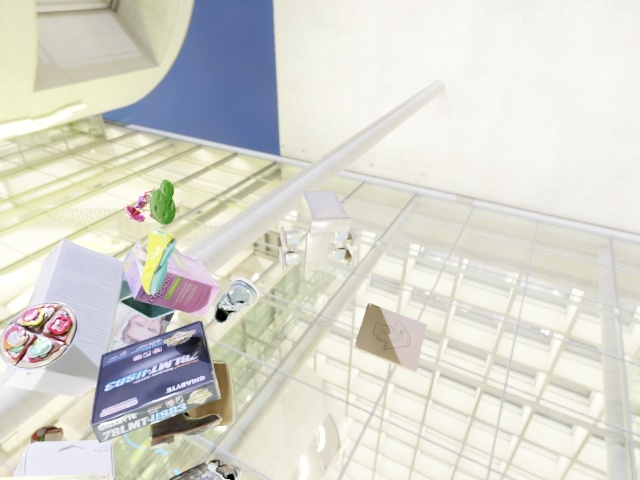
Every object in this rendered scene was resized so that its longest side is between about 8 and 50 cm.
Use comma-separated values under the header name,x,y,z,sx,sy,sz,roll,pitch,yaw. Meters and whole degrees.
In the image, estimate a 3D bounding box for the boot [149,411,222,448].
name,x,y,z,sx,sy,sz,roll,pitch,yaw
boot,-0.411,0.533,1.247,0.082,0.219,0.106,81,-11,-60

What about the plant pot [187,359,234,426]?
name,x,y,z,sx,sy,sz,roll,pitch,yaw
plant pot,-0.492,0.672,1.862,0.237,0.237,0.254,-3,-104,34

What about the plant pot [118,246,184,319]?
name,x,y,z,sx,sy,sz,roll,pitch,yaw
plant pot,-0.656,0.137,1.690,0.248,0.247,0.252,68,0,-60

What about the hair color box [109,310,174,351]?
name,x,y,z,sx,sy,sz,roll,pitch,yaw
hair color box,-0.754,0.352,1.833,0.174,0.347,0.105,26,-52,-14

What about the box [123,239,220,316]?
name,x,y,z,sx,sy,sz,roll,pitch,yaw
box,-0.491,0.125,1.371,0.213,0.243,0.117,36,-81,50

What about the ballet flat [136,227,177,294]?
name,x,y,z,sx,sy,sz,roll,pitch,yaw
ballet flat,-0.431,0.050,1.073,0.077,0.077,0.231,32,-50,-5

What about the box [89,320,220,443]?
name,x,y,z,sx,sy,sz,roll,pitch,yaw
box,-0.440,0.361,1.122,0.293,0.296,0.073,-137,-147,-62

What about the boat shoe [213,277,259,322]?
name,x,y,z,sx,sy,sz,roll,pitch,yaw
boat shoe,-0.327,0.238,1.578,0.116,0.099,0.319,39,-38,-8

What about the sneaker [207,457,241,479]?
name,x,y,z,sx,sy,sz,roll,pitch,yaw
sneaker,-0.298,0.705,1.276,0.109,0.044,0.040,15,-82,5

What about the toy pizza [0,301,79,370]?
name,x,y,z,sx,sy,sz,roll,pitch,yaw
toy pizza,-0.773,0.254,1.141,0.201,0.201,0.032,28,-33,15

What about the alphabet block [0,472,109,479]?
name,x,y,z,sx,sy,sz,roll,pitch,yaw
alphabet block,-0.477,0.511,0.695,0.197,0.193,0.192,11,-22,-23

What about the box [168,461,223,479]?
name,x,y,z,sx,sy,sz,roll,pitch,yaw
box,-0.436,0.911,1.515,0.175,0.220,0.051,30,-92,22

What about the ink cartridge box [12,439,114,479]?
name,x,y,z,sx,sy,sz,roll,pitch,yaw
ink cartridge box,-0.695,0.673,1.083,0.283,0.207,0.117,-61,-141,13

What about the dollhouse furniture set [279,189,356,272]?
name,x,y,z,sx,sy,sz,roll,pitch,yaw
dollhouse furniture set,0.000,0.000,1.199,0.212,0.161,0.242,-3,-55,-13

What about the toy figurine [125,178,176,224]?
name,x,y,z,sx,sy,sz,roll,pitch,yaw
toy figurine,-0.623,-0.131,1.497,0.159,0.173,0.130,-6,-24,20

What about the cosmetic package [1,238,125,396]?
name,x,y,z,sx,sy,sz,roll,pitch,yaw
cosmetic package,-0.813,0.246,1.356,0.161,0.453,0.230,-34,-44,27

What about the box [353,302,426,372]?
name,x,y,z,sx,sy,sz,roll,pitch,yaw
box,0.221,0.300,1.304,0.201,0.164,0.021,20,-32,4

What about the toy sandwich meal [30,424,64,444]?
name,x,y,z,sx,sy,sz,roll,pitch,yaw
toy sandwich meal,-0.810,0.586,1.232,0.029,0.086,0.085,32,-41,54
